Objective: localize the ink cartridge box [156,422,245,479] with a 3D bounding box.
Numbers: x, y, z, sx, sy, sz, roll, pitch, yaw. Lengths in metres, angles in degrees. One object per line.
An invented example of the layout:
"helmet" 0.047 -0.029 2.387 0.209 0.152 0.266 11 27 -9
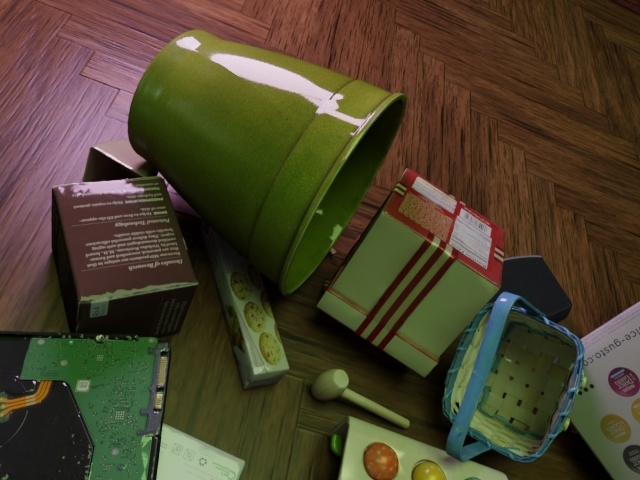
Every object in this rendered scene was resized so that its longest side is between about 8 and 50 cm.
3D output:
"ink cartridge box" -0.244 0.357 0.787 0.223 0.045 0.224 27 51 -3

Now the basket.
"basket" 0.305 0.218 0.951 0.201 0.255 0.289 22 3 41

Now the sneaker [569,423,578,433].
"sneaker" 0.472 0.320 1.143 0.057 0.047 0.119 -29 70 -25

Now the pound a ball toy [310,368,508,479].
"pound a ball toy" 0.130 0.335 0.914 0.319 0.136 0.208 23 50 -8

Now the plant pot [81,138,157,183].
"plant pot" -0.345 -0.119 1.051 0.109 0.109 0.096 30 37 -2

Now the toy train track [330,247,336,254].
"toy train track" 0.000 0.000 1.176 0.048 0.014 0.083 -32 68 -30

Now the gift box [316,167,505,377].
"gift box" 0.172 0.058 1.062 0.255 0.258 0.276 36 30 6

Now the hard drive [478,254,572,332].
"hard drive" 0.411 0.114 1.251 0.254 0.054 0.172 -10 61 -30

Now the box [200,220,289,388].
"box" -0.136 0.090 1.015 0.067 0.063 0.324 -3 58 -29

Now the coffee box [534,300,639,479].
"coffee box" 0.677 0.251 1.053 0.338 0.338 0.334 -10 60 -45

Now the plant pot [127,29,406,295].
"plant pot" -0.105 -0.157 0.967 0.353 0.366 0.366 32 49 8

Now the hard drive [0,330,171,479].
"hard drive" -0.377 0.234 0.764 0.338 0.064 0.237 2 52 -9

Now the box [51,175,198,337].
"box" -0.308 0.035 0.908 0.167 0.168 0.203 -9 61 -30
